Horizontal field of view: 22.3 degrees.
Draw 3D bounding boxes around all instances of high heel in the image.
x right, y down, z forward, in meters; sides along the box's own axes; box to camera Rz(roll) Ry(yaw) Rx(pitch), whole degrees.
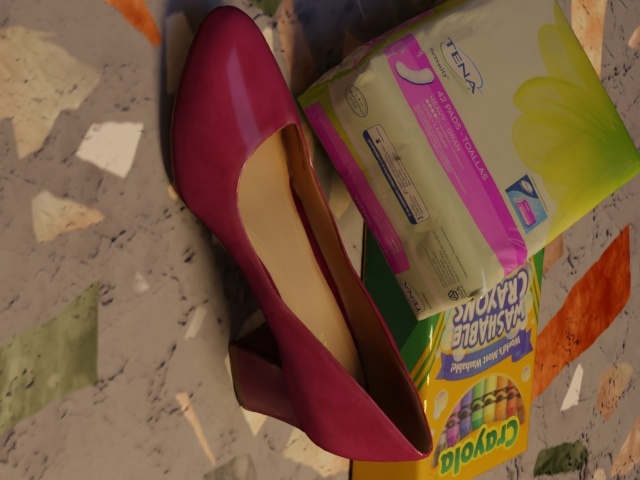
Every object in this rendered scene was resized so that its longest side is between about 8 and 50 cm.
[{"bbox_3d":[0.000,0.000,1.263,0.127,0.181,0.377,-41,132,-39],"label":"high heel"}]

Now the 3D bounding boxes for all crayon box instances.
[{"bbox_3d":[0.125,0.118,1.560,0.203,0.083,0.322,-16,114,-51],"label":"crayon box"}]

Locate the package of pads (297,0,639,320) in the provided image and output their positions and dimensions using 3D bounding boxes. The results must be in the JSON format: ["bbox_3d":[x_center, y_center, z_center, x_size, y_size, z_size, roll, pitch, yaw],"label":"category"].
[{"bbox_3d":[0.136,-0.098,1.419,0.296,0.101,0.229,-33,96,-45],"label":"package of pads"}]
